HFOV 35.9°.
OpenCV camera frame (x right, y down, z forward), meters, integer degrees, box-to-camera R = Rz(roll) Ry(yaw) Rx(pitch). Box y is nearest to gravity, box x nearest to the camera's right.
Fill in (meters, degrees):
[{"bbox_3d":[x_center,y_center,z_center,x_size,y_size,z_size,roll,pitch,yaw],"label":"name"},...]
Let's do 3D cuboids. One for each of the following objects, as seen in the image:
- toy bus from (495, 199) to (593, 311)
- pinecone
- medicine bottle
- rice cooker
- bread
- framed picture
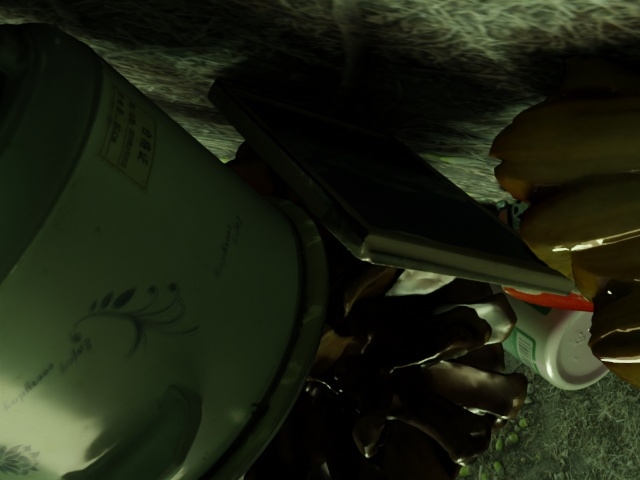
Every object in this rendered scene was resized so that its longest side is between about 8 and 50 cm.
[{"bbox_3d":[0.283,0.012,0.977,0.121,0.120,0.265,14,173,-33],"label":"toy bus"},{"bbox_3d":[0.002,0.093,0.843,0.384,0.384,0.384,9,175,1],"label":"pinecone"},{"bbox_3d":[0.236,0.061,1.202,0.133,0.133,0.274,12,-165,-37],"label":"medicine bottle"},{"bbox_3d":[-0.148,0.035,0.599,0.316,0.264,0.316,46,-172,-8],"label":"rice cooker"},{"bbox_3d":[0.303,0.014,0.579,0.370,0.191,0.314,4,173,32],"label":"bread"},{"bbox_3d":[0.041,-0.040,0.717,0.189,0.023,0.260,12,-158,-34],"label":"framed picture"}]
